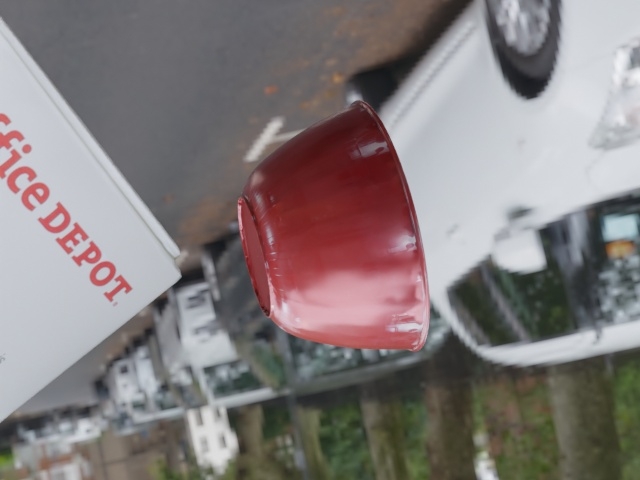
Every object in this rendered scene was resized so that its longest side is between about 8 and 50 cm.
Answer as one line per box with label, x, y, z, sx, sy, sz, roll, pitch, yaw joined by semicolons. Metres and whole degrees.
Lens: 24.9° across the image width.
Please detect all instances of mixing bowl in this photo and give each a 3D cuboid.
mixing bowl;0.000;0.000;1.006;0.098;0.181;0.181;-13;175;-11

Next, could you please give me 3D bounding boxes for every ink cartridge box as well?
ink cartridge box;-0.163;0.014;0.435;0.203;0.086;0.148;-39;145;-7
